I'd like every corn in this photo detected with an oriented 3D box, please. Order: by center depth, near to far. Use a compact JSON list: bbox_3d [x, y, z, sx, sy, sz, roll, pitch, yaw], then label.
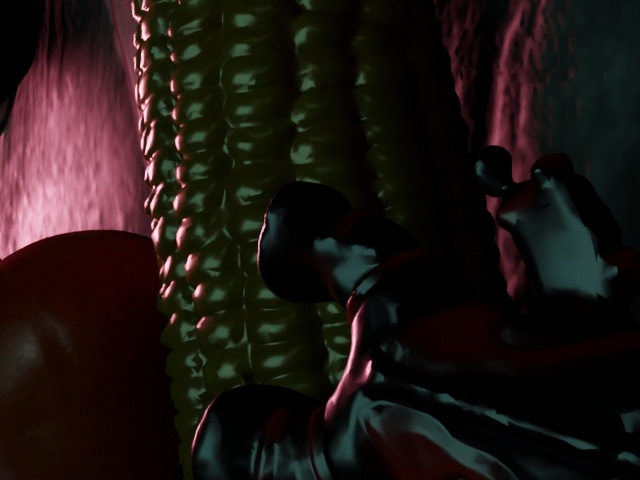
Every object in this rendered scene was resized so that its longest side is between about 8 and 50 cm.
[{"bbox_3d":[0.000,0.000,0.481,0.120,0.120,0.363,-34,62,53],"label":"corn"}]

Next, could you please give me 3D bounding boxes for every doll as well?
[{"bbox_3d":[0.088,0.052,0.332,0.248,0.088,0.127,10,111,31],"label":"doll"}]

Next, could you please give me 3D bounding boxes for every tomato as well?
[{"bbox_3d":[-0.086,0.094,0.561,0.136,0.195,0.195,-20,72,15],"label":"tomato"}]

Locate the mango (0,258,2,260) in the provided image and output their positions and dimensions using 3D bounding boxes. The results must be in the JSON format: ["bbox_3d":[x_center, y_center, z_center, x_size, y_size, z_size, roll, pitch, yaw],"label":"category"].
[{"bbox_3d":[-0.215,0.113,0.757,0.225,0.201,0.382,90,166,-49],"label":"mango"}]

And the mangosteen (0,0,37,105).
[{"bbox_3d":[-0.218,-0.135,0.818,0.137,0.137,0.151,-26,37,55],"label":"mangosteen"}]
